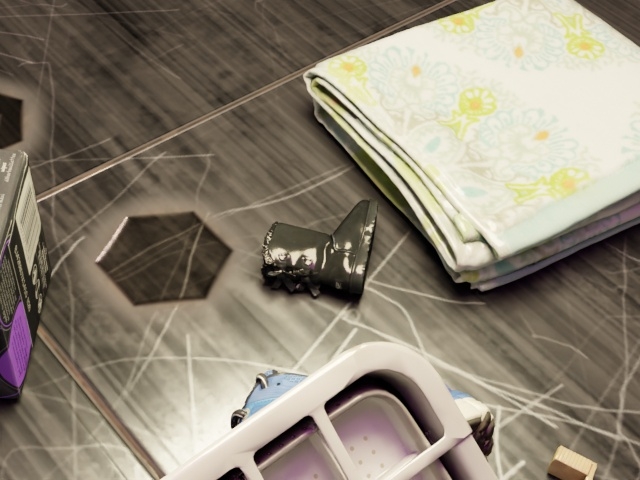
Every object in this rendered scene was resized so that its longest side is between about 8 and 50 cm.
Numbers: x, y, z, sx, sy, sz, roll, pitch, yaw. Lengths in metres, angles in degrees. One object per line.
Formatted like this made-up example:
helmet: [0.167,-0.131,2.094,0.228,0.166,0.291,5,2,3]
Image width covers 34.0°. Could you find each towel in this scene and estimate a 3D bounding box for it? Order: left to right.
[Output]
towel: [0.212,-0.130,1.100,0.375,0.090,0.320,-22,54,-23]

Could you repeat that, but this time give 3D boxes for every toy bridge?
toy bridge: [0.181,0.242,0.803,0.063,0.026,0.188,26,51,14]

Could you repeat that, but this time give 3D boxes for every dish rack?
dish rack: [0.017,0.262,0.651,0.286,0.072,0.332,-32,93,-27]

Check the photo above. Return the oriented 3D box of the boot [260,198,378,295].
boot: [0.000,0.000,0.994,0.099,0.045,0.121,9,49,7]

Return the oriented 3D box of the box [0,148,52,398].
box: [-0.375,0.022,0.853,0.271,0.165,0.143,3,48,-3]

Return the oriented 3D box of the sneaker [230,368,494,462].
sneaker: [-0.032,0.188,0.787,0.330,0.129,0.147,-23,40,-27]
